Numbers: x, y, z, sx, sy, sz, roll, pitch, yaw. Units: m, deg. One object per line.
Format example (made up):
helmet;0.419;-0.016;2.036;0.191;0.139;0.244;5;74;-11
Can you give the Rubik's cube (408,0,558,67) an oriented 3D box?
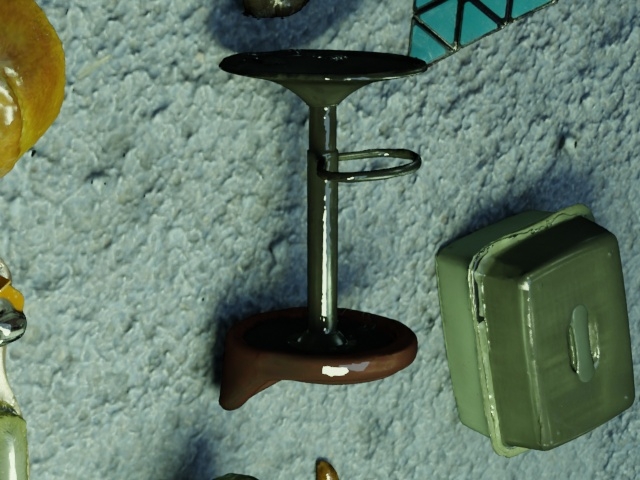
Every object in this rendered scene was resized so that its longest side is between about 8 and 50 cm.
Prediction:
Rubik's cube;0.180;-0.334;2.032;0.178;0.211;0.190;62;29;-8

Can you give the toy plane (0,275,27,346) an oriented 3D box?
toy plane;-0.441;0.110;1.629;0.316;0.103;0.204;-43;121;-14

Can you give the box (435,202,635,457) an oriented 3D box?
box;0.273;0.113;2.130;0.220;0.166;0.291;-22;113;-31

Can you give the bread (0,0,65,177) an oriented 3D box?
bread;-0.323;-0.175;1.622;0.129;0.134;0.260;-42;123;-23

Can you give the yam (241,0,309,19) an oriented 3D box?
yam;-0.053;-0.314;1.836;0.079;0.079;0.141;-18;110;-33

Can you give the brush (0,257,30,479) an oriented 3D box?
brush;-0.328;0.166;1.748;0.072;0.067;0.313;-8;104;-35

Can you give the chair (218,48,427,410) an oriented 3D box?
chair;0.000;0.000;1.858;0.226;0.226;0.401;-8;107;-36

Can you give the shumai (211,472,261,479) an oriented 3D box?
shumai;-0.184;0.447;1.792;0.323;0.324;0.398;0;106;-19

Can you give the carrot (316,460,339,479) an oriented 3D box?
carrot;0.012;0.359;2.067;0.047;0.047;0.191;-9;106;-36
